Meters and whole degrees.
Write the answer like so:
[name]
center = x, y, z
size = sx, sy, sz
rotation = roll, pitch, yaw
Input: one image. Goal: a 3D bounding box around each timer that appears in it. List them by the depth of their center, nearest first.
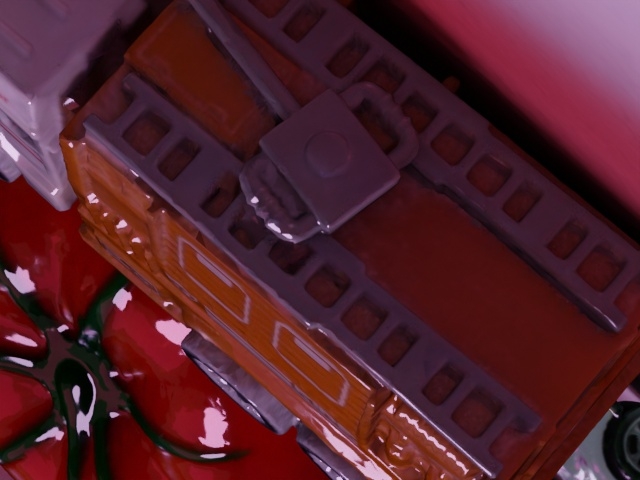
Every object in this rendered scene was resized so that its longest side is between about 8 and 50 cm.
[timer]
center = -0.110, 0.051, 1.421
size = 0.378, 0.279, 0.378
rotation = 20, 128, 28

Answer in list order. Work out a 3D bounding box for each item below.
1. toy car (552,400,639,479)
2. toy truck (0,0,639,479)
[toy car]
center = 0.122, 0.095, 1.230
size = 0.306, 0.125, 0.136
rotation = 45, 178, 3
[toy truck]
center = -0.027, -0.039, 0.855
size = 0.387, 0.173, 0.207
rotation = 40, 171, 9
